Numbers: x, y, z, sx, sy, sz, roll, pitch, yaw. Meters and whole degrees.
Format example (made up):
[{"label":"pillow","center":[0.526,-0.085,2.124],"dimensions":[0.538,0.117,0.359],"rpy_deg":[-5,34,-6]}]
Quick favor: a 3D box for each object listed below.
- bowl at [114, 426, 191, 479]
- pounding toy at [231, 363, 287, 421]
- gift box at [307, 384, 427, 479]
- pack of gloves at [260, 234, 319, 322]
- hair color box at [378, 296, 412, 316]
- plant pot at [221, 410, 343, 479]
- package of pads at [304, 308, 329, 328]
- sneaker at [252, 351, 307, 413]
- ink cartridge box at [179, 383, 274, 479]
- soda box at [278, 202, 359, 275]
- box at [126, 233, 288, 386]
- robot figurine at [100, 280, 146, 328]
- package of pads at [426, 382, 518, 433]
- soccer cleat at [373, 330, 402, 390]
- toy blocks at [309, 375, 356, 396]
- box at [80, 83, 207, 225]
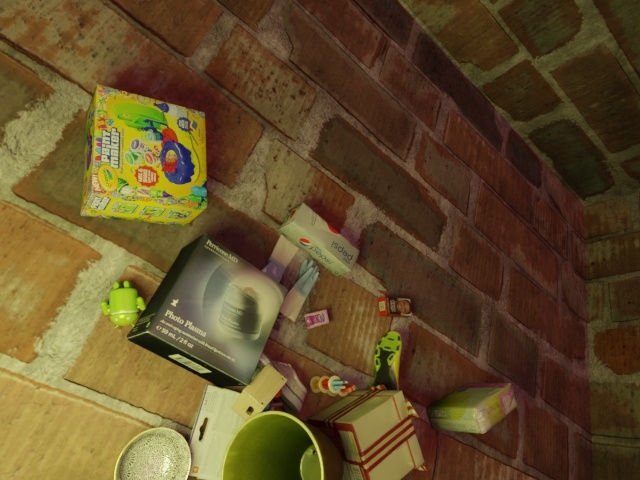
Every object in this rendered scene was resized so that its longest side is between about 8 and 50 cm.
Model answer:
[{"label":"bowl","center":[-0.401,0.528,1.006],"dimensions":[0.170,0.080,0.169],"rpy_deg":[13,67,-34]},{"label":"pounding toy","center":[-0.153,0.425,1.156],"dimensions":[0.100,0.141,0.130],"rpy_deg":[38,39,10]},{"label":"gift box","center":[0.162,0.609,1.301],"dimensions":[0.258,0.277,0.254],"rpy_deg":[-14,89,-42]},{"label":"pack of gloves","center":[-0.097,0.118,1.411],"dimensions":[0.195,0.046,0.232],"rpy_deg":[42,53,-20]},{"label":"hair color box","center":[0.291,0.260,1.667],"dimensions":[0.141,0.043,0.071],"rpy_deg":[10,68,-36]},{"label":"plant pot","center":[-0.056,0.595,1.110],"dimensions":[0.293,0.275,0.274],"rpy_deg":[41,48,-56]},{"label":"package of pads","center":[-0.011,0.263,1.436],"dimensions":[0.083,0.032,0.050],"rpy_deg":[-7,76,-39]},{"label":"sneaker","center":[-0.129,0.398,1.261],"dimensions":[0.258,0.094,0.091],"rpy_deg":[59,35,-25]},{"label":"ink cartridge box","center":[-0.247,0.524,1.149],"dimensions":[0.224,0.045,0.223],"rpy_deg":[29,57,-27]},{"label":"soda box","center":[0.000,0.000,1.498],"dimensions":[0.286,0.091,0.098],"rpy_deg":[40,54,-21]},{"label":"box","center":[-0.289,0.192,1.148],"dimensions":[0.296,0.183,0.293],"rpy_deg":[37,54,-23]},{"label":"robot figurine","center":[-0.492,0.161,1.071],"dimensions":[0.101,0.067,0.115],"rpy_deg":[-5,75,-10]},{"label":"package of pads","center":[0.595,0.642,1.650],"dimensions":[0.297,0.229,0.101],"rpy_deg":[-10,81,-39]},{"label":"soccer cleat","center":[0.245,0.471,1.547],"dimensions":[0.121,0.094,0.288],"rpy_deg":[60,36,-47]},{"label":"toy blocks","center":[0.056,0.458,1.344],"dimensions":[0.123,0.148,0.054],"rpy_deg":[23,62,-30]},{"label":"box","center":[-0.471,-0.211,1.148],"dimensions":[0.279,0.177,0.289],"rpy_deg":[5,71,-36]}]
